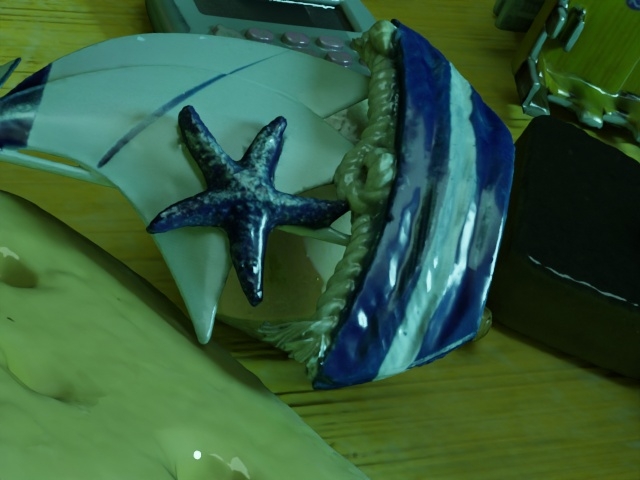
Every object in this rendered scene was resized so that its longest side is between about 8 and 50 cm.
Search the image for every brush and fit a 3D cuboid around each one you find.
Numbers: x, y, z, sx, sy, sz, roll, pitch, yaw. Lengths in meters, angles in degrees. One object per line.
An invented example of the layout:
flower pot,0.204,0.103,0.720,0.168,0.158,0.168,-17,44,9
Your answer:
brush,0.177,0.001,1.202,0.123,0.059,0.197,25,34,-7

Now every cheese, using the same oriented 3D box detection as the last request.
cheese,-0.108,0.120,0.706,0.384,0.104,0.384,32,14,-9

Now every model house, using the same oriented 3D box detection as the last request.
model house,0.258,-0.201,1.383,0.198,0.224,0.215,15,36,-16

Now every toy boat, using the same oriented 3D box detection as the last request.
toy boat,-0.039,-0.019,0.876,0.291,0.070,0.210,-6,57,-16

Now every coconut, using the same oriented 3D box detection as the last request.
coconut,-0.008,-0.010,1.017,0.147,0.153,0.147,-3,10,1

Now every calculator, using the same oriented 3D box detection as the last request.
calculator,-0.026,-0.128,1.253,0.185,0.041,0.299,1,43,-34

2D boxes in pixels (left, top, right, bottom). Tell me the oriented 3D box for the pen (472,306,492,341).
pen,0.000,0.000,1.109,0.233,0.032,0.040,29,57,6
